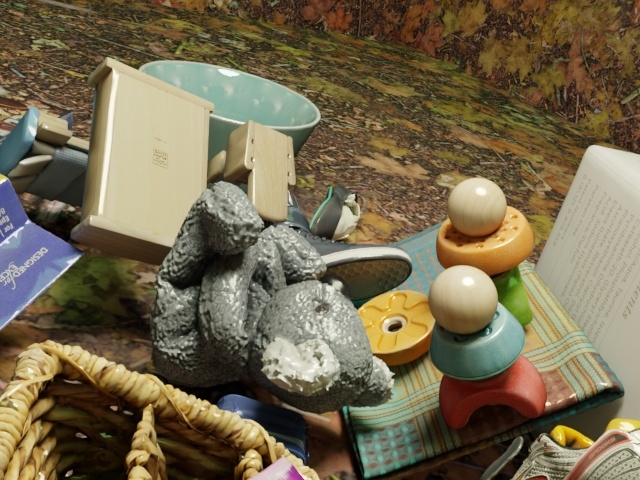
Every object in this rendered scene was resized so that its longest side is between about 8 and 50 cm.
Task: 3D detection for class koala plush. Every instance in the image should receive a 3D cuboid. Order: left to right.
[{"bbox_3d":[-0.039,0.092,0.700,0.221,0.203,0.196,29,-4,29],"label":"koala plush"}]

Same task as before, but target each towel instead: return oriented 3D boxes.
[{"bbox_3d":[0.133,0.096,0.830,0.271,0.040,0.370,-22,29,2],"label":"towel"}]

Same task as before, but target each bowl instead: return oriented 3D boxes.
[{"bbox_3d":[-0.169,-0.180,1.230,0.311,0.163,0.311,14,24,-7],"label":"bowl"}]

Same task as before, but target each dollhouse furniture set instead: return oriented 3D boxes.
[{"bbox_3d":[-0.235,-0.028,0.890,0.286,0.303,0.198,19,59,-38],"label":"dollhouse furniture set"}]

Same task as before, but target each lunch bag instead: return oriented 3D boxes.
[{"bbox_3d":[-0.056,0.190,0.640,0.098,0.067,0.065,16,25,-7],"label":"lunch bag"}]

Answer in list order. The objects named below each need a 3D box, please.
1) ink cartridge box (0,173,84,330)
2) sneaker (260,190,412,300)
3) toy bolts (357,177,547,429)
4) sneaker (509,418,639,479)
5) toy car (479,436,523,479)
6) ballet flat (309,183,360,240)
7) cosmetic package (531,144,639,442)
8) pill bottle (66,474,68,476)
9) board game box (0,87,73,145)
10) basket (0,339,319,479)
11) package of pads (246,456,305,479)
[{"bbox_3d":[-0.431,0.020,0.629,0.307,0.072,0.304,23,48,17],"label":"ink cartridge box"},{"bbox_3d":[-0.001,-0.001,0.911,0.226,0.086,0.163,-9,47,11],"label":"sneaker"},{"bbox_3d":[0.118,0.057,0.712,0.218,0.159,0.228,-16,32,10],"label":"toy bolts"},{"bbox_3d":[0.208,0.212,0.612,0.088,0.225,0.093,15,58,-24],"label":"sneaker"},{"bbox_3d":[0.117,0.237,0.508,0.148,0.188,0.155,15,25,-4],"label":"toy car"},{"bbox_3d":[0.030,-0.043,1.188,0.074,0.074,0.203,19,22,3],"label":"ballet flat"},{"bbox_3d":[0.440,0.138,0.762,0.329,0.328,0.394,12,24,-10],"label":"cosmetic package"},{"bbox_3d":[-0.256,0.175,0.542,0.120,0.067,0.067,26,26,18],"label":"pill bottle"},{"bbox_3d":[-0.532,-0.187,1.151,0.165,0.042,0.243,19,25,3],"label":"board game box"},{"bbox_3d":[-0.061,0.213,0.358,0.213,0.223,0.299,-1,26,-6],"label":"basket"},{"bbox_3d":[-0.030,0.150,0.370,0.050,0.032,0.083,45,20,17],"label":"package of pads"}]
